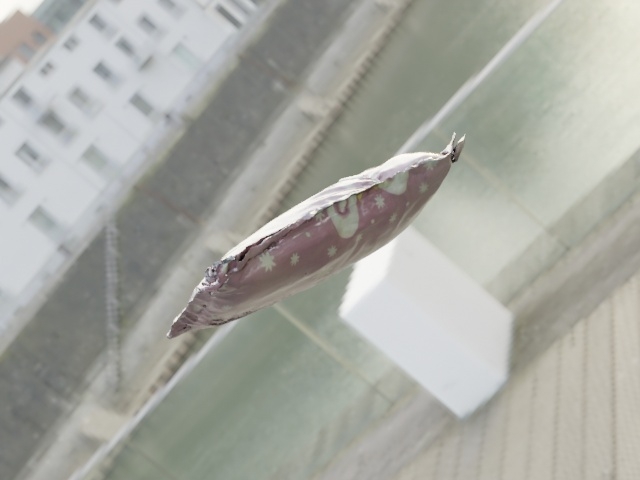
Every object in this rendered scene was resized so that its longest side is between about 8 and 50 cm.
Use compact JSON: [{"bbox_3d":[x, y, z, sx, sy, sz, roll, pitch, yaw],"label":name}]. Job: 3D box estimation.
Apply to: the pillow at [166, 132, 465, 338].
[{"bbox_3d":[0.000,0.000,0.747,0.185,0.043,0.118,-32,-6,-26],"label":"pillow"}]
